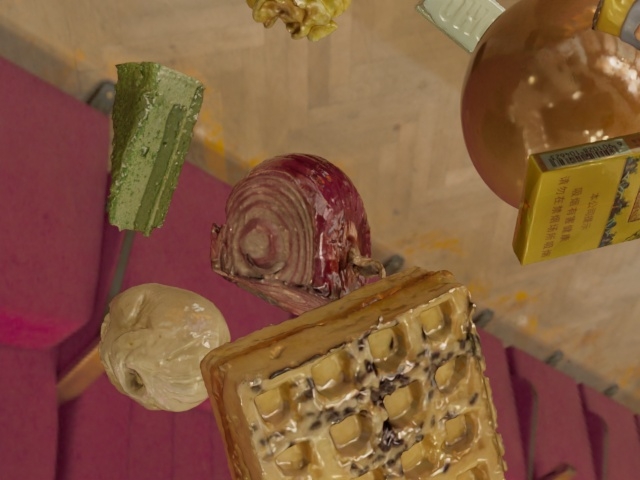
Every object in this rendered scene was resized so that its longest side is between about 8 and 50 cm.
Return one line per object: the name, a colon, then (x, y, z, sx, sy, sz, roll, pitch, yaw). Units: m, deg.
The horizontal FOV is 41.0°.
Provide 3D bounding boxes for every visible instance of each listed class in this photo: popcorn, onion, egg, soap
popcorn: (-0.044, -0.480, 1.640, 0.218, 0.189, 0.169, 4, 150, 8)
onion: (-0.023, -0.010, 1.324, 0.272, 0.230, 0.256, 9, 165, 4)
egg: (0.359, -0.199, 1.285, 0.301, 0.301, 0.374, -10, 135, -13)
soap: (0.305, -0.463, 1.768, 0.198, 0.063, 0.114, 34, 100, -13)

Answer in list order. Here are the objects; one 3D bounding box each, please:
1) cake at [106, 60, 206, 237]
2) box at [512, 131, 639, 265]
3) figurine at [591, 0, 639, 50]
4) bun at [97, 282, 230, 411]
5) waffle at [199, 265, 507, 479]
cake: (-0.230, -0.127, 1.184, 0.099, 0.235, 0.100, -4, 169, 40)
box: (0.362, -0.060, 0.981, 0.279, 0.041, 0.153, -12, 139, -8)
figurine: (0.366, -0.148, 0.736, 0.162, 0.263, 0.143, -23, 141, -52)
bun: (-0.226, 0.152, 1.169, 0.193, 0.128, 0.178, 17, 129, 9)
waffle: (0.056, 0.233, 0.806, 0.261, 0.114, 0.376, -20, 108, -22)
